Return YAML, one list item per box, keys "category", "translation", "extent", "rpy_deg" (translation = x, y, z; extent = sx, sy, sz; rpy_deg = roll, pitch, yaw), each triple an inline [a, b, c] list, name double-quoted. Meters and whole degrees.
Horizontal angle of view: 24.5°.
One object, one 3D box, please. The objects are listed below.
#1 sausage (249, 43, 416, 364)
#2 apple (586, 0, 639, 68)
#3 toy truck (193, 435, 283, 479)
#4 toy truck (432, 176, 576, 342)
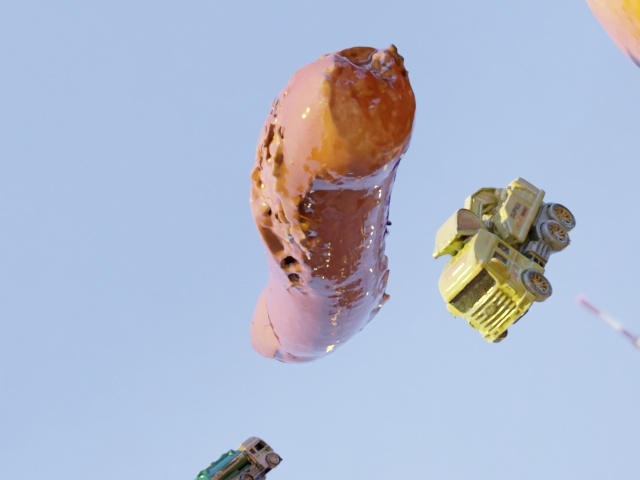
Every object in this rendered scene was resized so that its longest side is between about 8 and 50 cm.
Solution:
- category: "sausage"
  translation: [0.000, 0.000, 0.753]
  extent: [0.078, 0.078, 0.304]
  rpy_deg: [-32, -20, -17]
- category: "apple"
  translation: [0.230, -0.176, 0.626]
  extent: [0.233, 0.286, 0.286]
  rpy_deg: [-21, -51, -39]
- category: "toy truck"
  translation: [-0.075, 0.208, 1.322]
  extent: [0.083, 0.044, 0.039]
  rpy_deg: [-34, -13, -47]
- category: "toy truck"
  translation: [0.178, 0.005, 1.486]
  extent: [0.085, 0.116, 0.191]
  rpy_deg: [-49, 6, 38]
